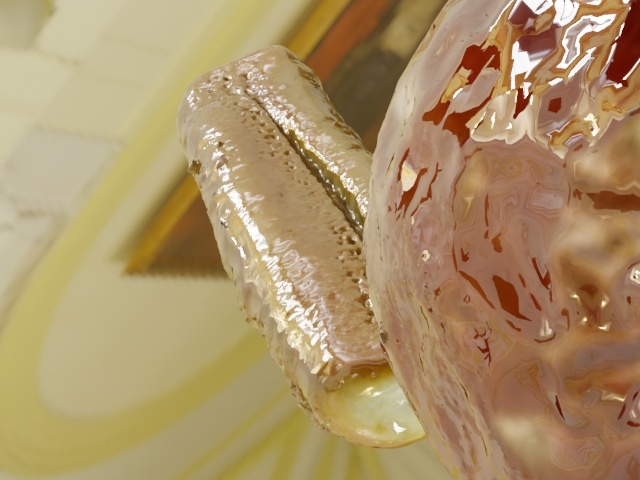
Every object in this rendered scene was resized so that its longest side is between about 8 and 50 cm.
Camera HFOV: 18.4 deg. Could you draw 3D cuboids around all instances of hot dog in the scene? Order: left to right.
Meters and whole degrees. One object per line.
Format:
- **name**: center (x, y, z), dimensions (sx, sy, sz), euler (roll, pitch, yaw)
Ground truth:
- **hot dog**: center (0.000, -0.003, 0.772), dimensions (0.286, 0.088, 0.061), euler (-111, -2, -60)

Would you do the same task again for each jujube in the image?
- **jujube**: center (0.123, 0.008, 0.385), dimensions (0.190, 0.190, 0.255), euler (30, 169, -34)
